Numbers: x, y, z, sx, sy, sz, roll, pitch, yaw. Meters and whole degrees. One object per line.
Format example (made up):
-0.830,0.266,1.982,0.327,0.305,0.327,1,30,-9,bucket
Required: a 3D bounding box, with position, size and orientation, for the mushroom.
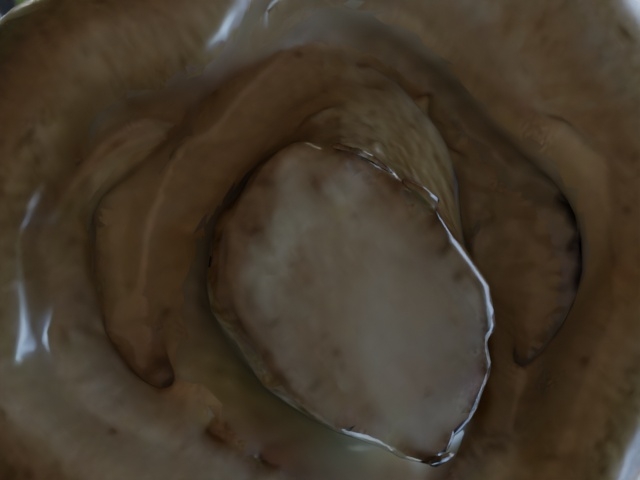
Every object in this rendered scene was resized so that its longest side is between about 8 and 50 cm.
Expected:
0.000,0.000,0.558,0.146,0.278,0.278,-160,-92,-78,mushroom
